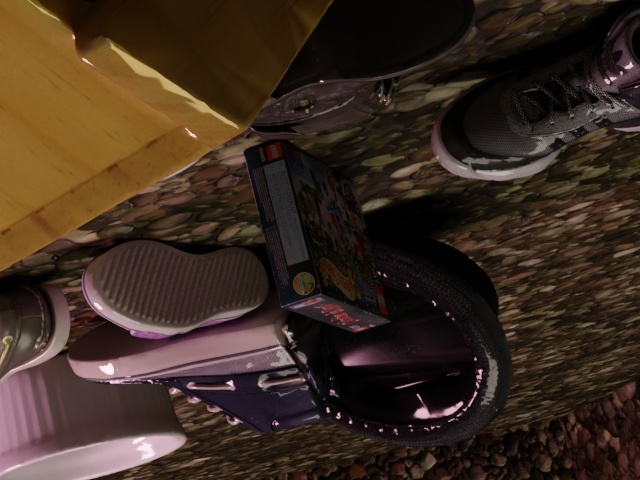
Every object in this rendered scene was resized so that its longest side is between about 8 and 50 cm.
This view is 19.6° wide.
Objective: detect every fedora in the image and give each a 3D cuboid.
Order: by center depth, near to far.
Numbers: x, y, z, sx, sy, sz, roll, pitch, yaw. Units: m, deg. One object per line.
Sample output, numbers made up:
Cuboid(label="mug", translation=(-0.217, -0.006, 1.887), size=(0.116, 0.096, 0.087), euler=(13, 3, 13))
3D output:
Cuboid(label="fedora", translation=(0.093, 0.093, 2.233), size=(0.334, 0.334, 0.152), euler=(-27, -165, 41))

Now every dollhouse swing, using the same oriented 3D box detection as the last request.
Cuboid(label="dollhouse swing", translation=(-0.229, -0.160, 1.195), size=(0.347, 0.305, 0.315), euler=(-27, -157, 39))

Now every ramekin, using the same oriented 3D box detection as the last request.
Cuboid(label="ramekin", translation=(-0.330, 0.240, 2.506), size=(0.277, 0.135, 0.277), euler=(-14, 166, -4))

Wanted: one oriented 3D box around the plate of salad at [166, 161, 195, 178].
Cuboid(label="plate of salad", translation=(-0.191, -0.087, 1.548), size=(0.200, 0.048, 0.200), euler=(-7, 158, -3))

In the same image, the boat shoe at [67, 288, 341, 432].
Cuboid(label="boat shoe", translation=(-0.138, 0.165, 2.224), size=(0.340, 0.158, 0.127), euler=(-9, -153, 30))

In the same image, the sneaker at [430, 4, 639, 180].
Cuboid(label="sneaker", translation=(0.234, -0.141, 1.679), size=(0.268, 0.101, 0.153), euler=(-17, 167, -14))

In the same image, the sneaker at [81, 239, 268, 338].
Cuboid(label="sneaker", translation=(-0.198, 0.072, 2.063), size=(0.161, 0.102, 0.282), euler=(-20, 166, 32))

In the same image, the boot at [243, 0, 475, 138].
Cuboid(label="boot", translation=(0.021, -0.145, 1.499), size=(0.263, 0.091, 0.229), euler=(-15, 172, 18))

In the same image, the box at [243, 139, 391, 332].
Cuboid(label="box", translation=(0.000, 0.000, 1.853), size=(0.044, 0.159, 0.233), euler=(-19, 166, 15))

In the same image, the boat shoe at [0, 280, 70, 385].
Cuboid(label="boat shoe", translation=(-0.402, 0.134, 2.083), size=(0.091, 0.109, 0.305), euler=(1, 154, -46))
